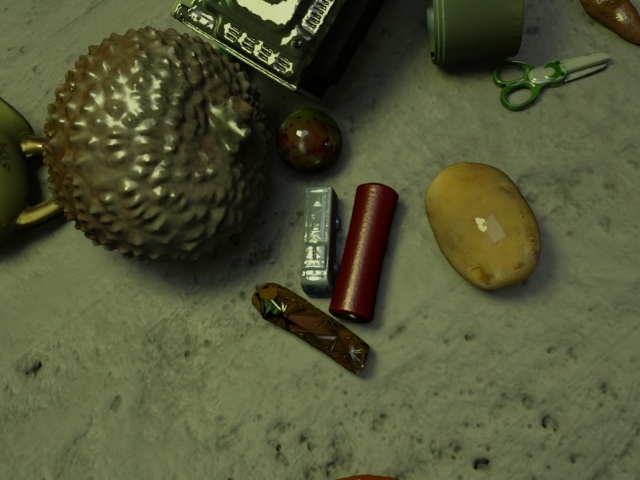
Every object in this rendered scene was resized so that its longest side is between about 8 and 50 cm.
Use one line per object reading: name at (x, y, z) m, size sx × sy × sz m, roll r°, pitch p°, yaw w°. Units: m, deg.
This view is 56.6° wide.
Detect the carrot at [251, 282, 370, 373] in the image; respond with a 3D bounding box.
carrot at (-0.015, 0.146, 1.011) m, size 0.228 × 0.069 × 0.069 m, roll 30°, pitch 80°, yaw 17°

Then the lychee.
lychee at (-0.275, -0.149, 0.994) m, size 0.432 × 0.380 × 0.381 m, roll -11°, pitch 68°, yaw 34°

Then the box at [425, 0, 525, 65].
box at (0.268, -0.434, 1.058) m, size 0.149 × 0.226 × 0.226 m, roll -5°, pitch 71°, yaw 8°

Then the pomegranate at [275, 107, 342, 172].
pomegranate at (-0.024, -0.179, 1.089) m, size 0.130 × 0.130 × 0.130 m, roll -3°, pitch 72°, yaw 9°

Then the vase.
vase at (-0.629, -0.135, 1.149) m, size 0.329 × 0.241 × 0.303 m, roll 11°, pitch 58°, yaw -15°

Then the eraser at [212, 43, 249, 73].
eraser at (-0.164, -0.433, 1.204) m, size 0.052 × 0.095 × 0.225 m, roll 9°, pitch 74°, yaw 12°

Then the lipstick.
lipstick at (0.076, 0.020, 1.024) m, size 0.080 × 0.080 × 0.241 m, roll 11°, pitch 75°, yaw 13°

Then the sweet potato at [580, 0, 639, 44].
sweet potato at (0.548, -0.417, 1.095) m, size 0.226 × 0.068 × 0.068 m, roll 44°, pitch 84°, yaw 1°

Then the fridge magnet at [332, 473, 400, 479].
fridge magnet at (0.071, 0.512, 0.813) m, size 0.363 × 0.155 × 0.364 m, roll 0°, pitch 61°, yaw 0°

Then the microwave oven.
microwave oven at (-0.036, -0.452, 0.987) m, size 0.286 × 0.218 × 0.355 m, roll 33°, pitch 102°, yaw 7°

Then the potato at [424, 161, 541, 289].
potato at (0.270, -0.032, 0.983) m, size 0.150 × 0.146 × 0.234 m, roll -14°, pitch 66°, yaw -27°

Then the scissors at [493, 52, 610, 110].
scissors at (0.427, -0.305, 1.093) m, size 0.204 × 0.027 × 0.101 m, roll -13°, pitch 72°, yaw 8°

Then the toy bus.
toy bus at (0.000, 0.000, 1.046) m, size 0.064 × 0.075 × 0.191 m, roll 0°, pitch 71°, yaw 9°
